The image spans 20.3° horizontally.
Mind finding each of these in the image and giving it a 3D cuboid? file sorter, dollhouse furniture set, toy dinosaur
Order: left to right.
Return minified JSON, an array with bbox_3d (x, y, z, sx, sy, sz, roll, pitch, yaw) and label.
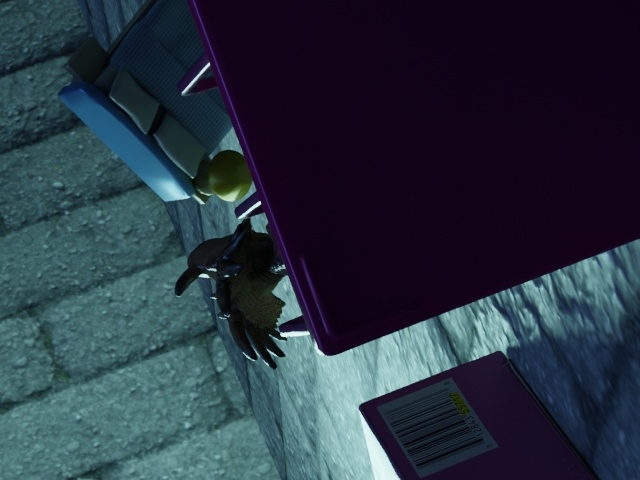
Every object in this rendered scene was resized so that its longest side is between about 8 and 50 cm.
[{"bbox_3d":[-0.084,-0.225,1.491,0.303,0.286,0.198,48,152,-23],"label":"dollhouse furniture set"},{"bbox_3d":[0.000,0.000,1.267,0.295,0.200,0.127,108,141,-73],"label":"toy dinosaur"},{"bbox_3d":[0.028,-0.113,0.870,0.182,0.202,0.290,160,90,-78],"label":"file sorter"}]

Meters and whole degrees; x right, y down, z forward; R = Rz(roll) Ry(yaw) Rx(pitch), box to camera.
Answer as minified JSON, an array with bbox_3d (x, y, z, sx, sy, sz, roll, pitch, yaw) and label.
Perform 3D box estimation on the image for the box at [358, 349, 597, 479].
[{"bbox_3d":[0.134,0.245,1.271,0.213,0.117,0.243,-123,16,-52],"label":"box"}]
